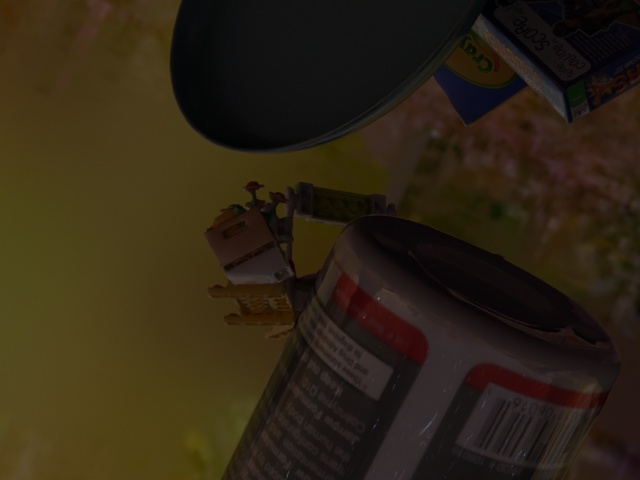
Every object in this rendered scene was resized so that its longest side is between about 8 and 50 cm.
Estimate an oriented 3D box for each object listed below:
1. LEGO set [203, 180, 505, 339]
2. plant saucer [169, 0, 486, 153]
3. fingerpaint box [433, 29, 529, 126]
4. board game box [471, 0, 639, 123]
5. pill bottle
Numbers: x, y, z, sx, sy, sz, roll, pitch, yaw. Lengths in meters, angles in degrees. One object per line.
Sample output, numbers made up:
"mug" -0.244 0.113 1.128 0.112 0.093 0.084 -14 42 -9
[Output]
"LEGO set" 0.000 0.000 1.091 0.132 0.107 0.287 -11 161 38
"plant saucer" 0.018 -0.195 1.276 0.317 0.317 0.044 19 166 47
"fingerpaint box" 0.167 -0.391 1.507 0.445 0.371 0.163 55 -159 -1
"board game box" 0.188 -0.184 1.275 0.201 0.136 0.035 54 170 44
"pill bottle" 0.026 0.144 0.890 0.161 0.283 0.161 25 -166 -7
